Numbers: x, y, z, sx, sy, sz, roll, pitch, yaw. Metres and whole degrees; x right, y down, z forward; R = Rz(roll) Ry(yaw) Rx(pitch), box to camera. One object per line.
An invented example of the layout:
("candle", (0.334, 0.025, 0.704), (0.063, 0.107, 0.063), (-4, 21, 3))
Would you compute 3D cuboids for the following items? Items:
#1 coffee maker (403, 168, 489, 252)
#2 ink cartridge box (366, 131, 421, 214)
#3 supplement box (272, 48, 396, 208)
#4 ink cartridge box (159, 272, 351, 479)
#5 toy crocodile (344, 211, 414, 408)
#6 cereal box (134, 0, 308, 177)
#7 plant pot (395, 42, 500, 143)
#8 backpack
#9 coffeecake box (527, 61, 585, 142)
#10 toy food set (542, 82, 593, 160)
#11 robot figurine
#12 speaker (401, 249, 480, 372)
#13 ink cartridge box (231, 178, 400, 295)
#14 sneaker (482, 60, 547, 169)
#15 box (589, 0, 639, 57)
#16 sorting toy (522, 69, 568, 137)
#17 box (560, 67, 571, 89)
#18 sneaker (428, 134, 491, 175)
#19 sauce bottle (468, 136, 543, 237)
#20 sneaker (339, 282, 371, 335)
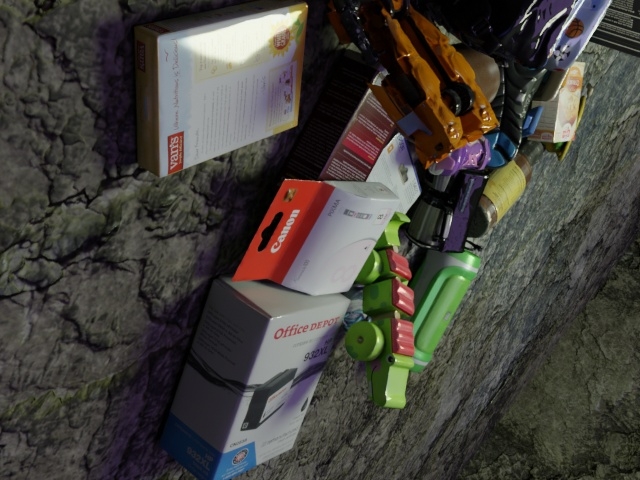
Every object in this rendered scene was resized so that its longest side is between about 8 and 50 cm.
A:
("coffee maker", (0.271, -0.075, 1.480), (0.171, 0.120, 0.178), (-2, 118, -41))
("ink cartridge box", (0.088, -0.066, 1.303), (0.224, 0.045, 0.223), (-52, 150, -14))
("supplement box", (0.037, -0.154, 1.119), (0.239, 0.073, 0.130), (-61, 149, 3))
("ink cartridge box", (-0.104, 0.211, 1.179), (0.223, 0.129, 0.307), (-5, 120, -55))
("toy crocodile", (0.113, 0.112, 1.228), (0.115, 0.105, 0.341), (26, 56, -46))
("cereal box", (-0.116, -0.192, 0.882), (0.240, 0.047, 0.173), (-28, 138, -42))
("plant pot", (0.215, -0.260, 1.223), (0.165, 0.167, 0.167), (-35, 143, -49))
("backpack", (0.310, -0.394, 1.111), (0.213, 0.263, 0.276), (27, 101, -30))
("coffeecake box", (0.554, -0.328, 1.703), (0.142, 0.068, 0.186), (-14, 113, -51))
("toy food set", (0.632, -0.317, 1.888), (0.128, 0.071, 0.218), (-57, 164, -58))
("robot figurine", (0.118, -0.250, 1.001), (0.211, 0.291, 0.085), (-30, 175, -46))
("speaker", (0.248, 0.146, 1.656), (0.131, 0.131, 0.297), (16, 103, -59))
("ink cartridge box", (0.000, 0.000, 1.094), (0.232, 0.066, 0.189), (-7, 133, -53))
("sneaker", (0.380, -0.316, 1.483), (0.139, 0.125, 0.341), (-61, 172, -82))
("box", (0.722, -0.560, 1.566), (0.183, 0.296, 0.294), (-50, 150, -16))
("sorting toy", (0.483, -0.388, 1.540), (0.196, 0.047, 0.348), (-95, -152, -77))
("box", (0.518, -0.383, 1.568), (0.081, 0.028, 0.136), (142, -32, -77))
("sneaker", (0.266, -0.166, 1.344), (0.095, 0.104, 0.236), (-66, 174, 22))
("sauce bottle", (0.412, -0.134, 1.661), (0.344, 0.111, 0.111), (-42, 147, -41))
("sneaker", (0.091, 0.156, 1.396), (0.283, 0.110, 0.122), (41, 43, -59))
